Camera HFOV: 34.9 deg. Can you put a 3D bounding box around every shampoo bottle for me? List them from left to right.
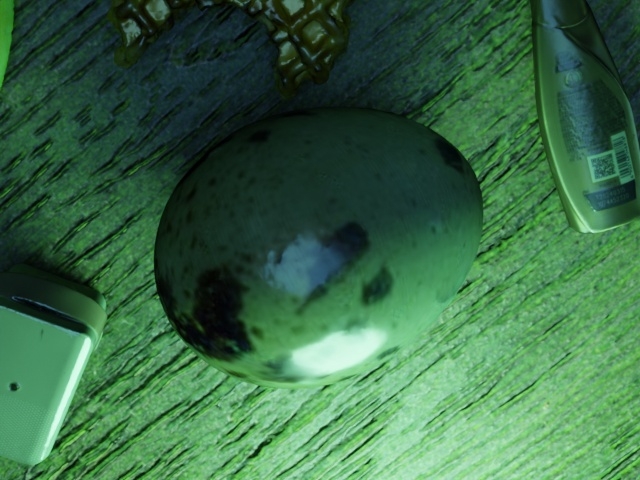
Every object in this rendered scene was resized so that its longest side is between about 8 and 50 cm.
[{"bbox_3d":[0.357,-0.187,1.392,0.126,0.084,0.350,-19,105,-1],"label":"shampoo bottle"}]

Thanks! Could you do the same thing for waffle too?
[{"bbox_3d":[-0.109,-0.327,1.292,0.324,0.151,0.261,10,108,-8],"label":"waffle"}]

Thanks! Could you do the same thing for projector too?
[{"bbox_3d":[-0.395,0.153,1.384,0.163,0.177,0.242,20,104,-11],"label":"projector"}]

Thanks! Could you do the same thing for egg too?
[{"bbox_3d":[0.000,0.000,1.286,0.428,0.345,0.345,-29,105,-6],"label":"egg"}]

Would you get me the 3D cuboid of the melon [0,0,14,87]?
[{"bbox_3d":[-0.488,-0.256,1.295,0.196,0.124,0.323,28,96,-12],"label":"melon"}]
